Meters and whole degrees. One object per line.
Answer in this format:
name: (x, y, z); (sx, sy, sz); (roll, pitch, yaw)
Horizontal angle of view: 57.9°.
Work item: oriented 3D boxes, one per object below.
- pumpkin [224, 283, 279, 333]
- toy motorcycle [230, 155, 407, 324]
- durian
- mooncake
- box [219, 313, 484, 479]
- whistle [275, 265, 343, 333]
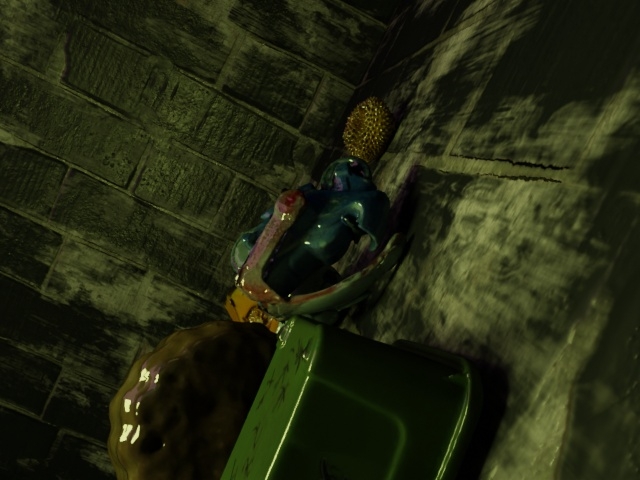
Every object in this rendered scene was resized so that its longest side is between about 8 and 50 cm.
pumpkin: (-0.219, 0.252, 1.734); (0.280, 0.190, 0.139); (-67, 11, -17)
toy motorcycle: (0.006, 0.009, 1.022); (0.319, 0.241, 0.182); (-40, -10, -4)
durian: (0.126, -0.286, 1.505); (0.158, 0.137, 0.168); (-15, -60, -76)
mooncake: (-0.144, 0.273, 0.855); (0.187, 0.324, 0.323); (-31, 33, 65)
box: (-0.001, 0.235, 0.584); (0.328, 0.178, 0.253); (-65, 8, -9)
whistle: (-0.036, 0.141, 1.140); (0.289, 0.164, 0.163); (-68, 10, -11)
